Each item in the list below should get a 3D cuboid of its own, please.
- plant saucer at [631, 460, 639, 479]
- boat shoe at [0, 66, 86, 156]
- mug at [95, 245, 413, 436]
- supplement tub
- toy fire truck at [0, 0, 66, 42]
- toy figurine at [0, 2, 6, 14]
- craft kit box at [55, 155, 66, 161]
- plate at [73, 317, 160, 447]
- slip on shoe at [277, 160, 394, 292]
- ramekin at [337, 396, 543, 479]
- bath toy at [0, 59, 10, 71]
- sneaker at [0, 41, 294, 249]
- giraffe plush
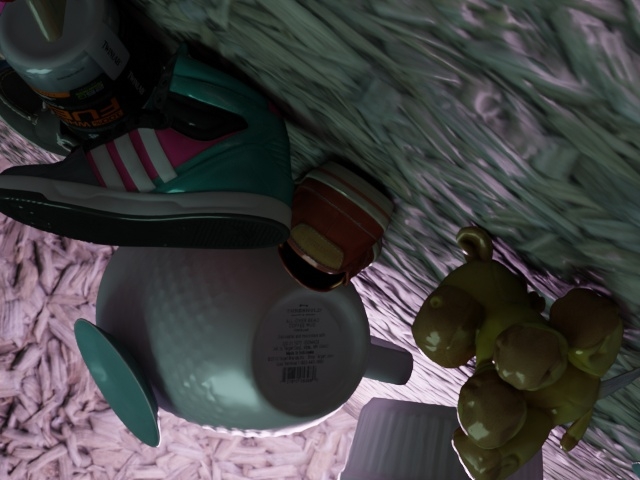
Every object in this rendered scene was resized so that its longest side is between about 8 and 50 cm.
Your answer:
[{"bbox_3d":[0.409,0.271,1.526,0.195,0.037,0.195,35,170,7],"label":"plant saucer"},{"bbox_3d":[-0.255,-0.136,1.824,0.335,0.112,0.095,31,153,6],"label":"boat shoe"},{"bbox_3d":[-0.054,0.119,1.892,0.374,0.276,0.328,15,179,-31],"label":"mug"},{"bbox_3d":[-0.223,-0.170,1.457,0.117,0.117,0.190,32,170,27],"label":"supplement tub"},{"bbox_3d":[-0.279,-0.262,1.181,0.246,0.158,0.217,13,157,40],"label":"toy fire truck"},{"bbox_3d":[-0.341,-0.274,1.463,0.159,0.130,0.173,15,147,37],"label":"toy figurine"},{"bbox_3d":[-0.319,-0.087,2.350,0.250,0.061,0.246,28,164,46],"label":"craft kit box"},{"bbox_3d":[-0.247,0.174,1.866,0.188,0.024,0.188,43,152,30],"label":"plate"},{"bbox_3d":[0.000,0.000,1.518,0.123,0.101,0.331,35,172,0],"label":"slip on shoe"},{"bbox_3d":[0.163,0.277,1.924,0.273,0.127,0.273,8,173,1],"label":"ramekin"},{"bbox_3d":[-0.559,-0.308,2.032,0.348,0.151,0.129,45,-157,-39],"label":"bath toy"},{"bbox_3d":[-0.159,-0.094,1.390,0.296,0.178,0.124,4,160,15],"label":"sneaker"},{"bbox_3d":[0.155,0.080,1.264,0.210,0.181,0.170,-6,-139,-49],"label":"giraffe plush"}]
